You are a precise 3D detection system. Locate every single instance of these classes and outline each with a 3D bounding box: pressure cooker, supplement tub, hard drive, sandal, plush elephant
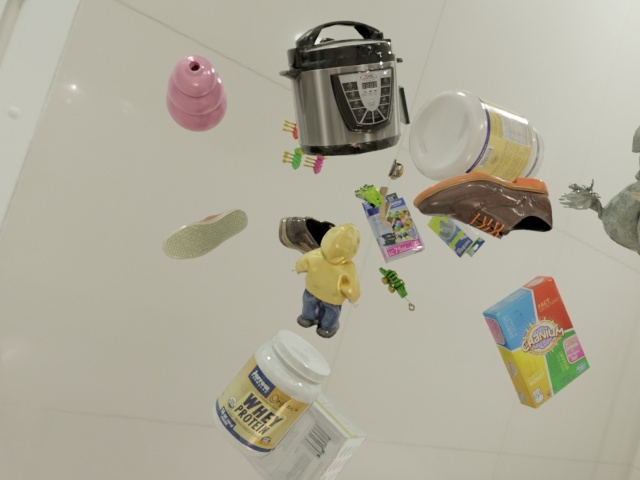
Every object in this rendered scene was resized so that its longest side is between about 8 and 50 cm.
[{"bbox_3d":[0.077,-0.514,1.678,0.376,0.420,0.370,1,19,22],"label":"pressure cooker"},{"bbox_3d":[0.436,-0.261,1.372,0.331,0.241,0.241,6,5,-37],"label":"supplement tub"},{"bbox_3d":[0.300,-0.505,1.846,0.022,0.135,0.094,-16,24,0],"label":"hard drive"},{"bbox_3d":[0.357,-0.319,2.310,0.060,0.090,0.219,19,-1,13],"label":"sandal"},{"bbox_3d":[0.668,-0.099,0.929,0.330,0.272,0.255,22,-31,6],"label":"plush elephant"},{"bbox_3d":[-0.142,0.444,1.467,0.228,0.316,0.228,38,7,-5],"label":"supplement tub"}]

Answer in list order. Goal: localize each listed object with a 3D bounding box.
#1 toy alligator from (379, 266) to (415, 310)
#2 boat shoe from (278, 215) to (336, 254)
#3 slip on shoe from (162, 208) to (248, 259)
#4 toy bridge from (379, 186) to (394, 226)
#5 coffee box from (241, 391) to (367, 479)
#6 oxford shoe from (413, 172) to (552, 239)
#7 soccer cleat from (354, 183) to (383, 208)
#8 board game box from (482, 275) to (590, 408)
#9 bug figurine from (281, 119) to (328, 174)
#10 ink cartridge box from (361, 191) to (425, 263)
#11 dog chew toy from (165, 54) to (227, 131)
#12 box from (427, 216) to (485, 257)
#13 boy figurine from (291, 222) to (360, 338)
[{"bbox_3d":[0.269,0.158,1.712,0.189,0.056,0.051,52,-23,20],"label":"toy alligator"},{"bbox_3d":[0.000,0.000,1.774,0.130,0.132,0.355,-9,-16,34],"label":"boat shoe"},{"bbox_3d":[-0.410,-0.023,1.760,0.331,0.123,0.101,-30,18,-38],"label":"slip on shoe"},{"bbox_3d":[0.211,-0.098,1.624,0.026,0.063,0.188,10,-28,22],"label":"toy bridge"},{"bbox_3d":[-0.069,0.805,2.005,0.338,0.337,0.334,38,-4,27],"label":"coffee box"},{"bbox_3d":[0.302,-0.057,0.897,0.271,0.098,0.097,-2,-25,-12],"label":"oxford shoe"},{"bbox_3d":[0.150,-0.134,1.537,0.072,0.060,0.179,57,-1,-10],"label":"soccer cleat"},{"bbox_3d":[0.650,0.300,1.495,0.242,0.316,0.064,-28,7,-19],"label":"board game box"},{"bbox_3d":[-0.034,-0.374,1.960,0.072,0.216,0.279,23,11,41],"label":"bug figurine"},{"bbox_3d":[0.326,-0.069,2.249,0.186,0.311,0.065,-18,-19,-9],"label":"ink cartridge box"},{"bbox_3d":[-0.407,-0.491,1.631,0.207,0.206,0.332,18,-13,-9],"label":"dog chew toy"},{"bbox_3d":[0.440,-0.025,1.623,0.178,0.042,0.109,48,-29,18],"label":"box"},{"bbox_3d":[0.015,0.082,1.139,0.177,0.285,0.092,23,29,20],"label":"boy figurine"}]
